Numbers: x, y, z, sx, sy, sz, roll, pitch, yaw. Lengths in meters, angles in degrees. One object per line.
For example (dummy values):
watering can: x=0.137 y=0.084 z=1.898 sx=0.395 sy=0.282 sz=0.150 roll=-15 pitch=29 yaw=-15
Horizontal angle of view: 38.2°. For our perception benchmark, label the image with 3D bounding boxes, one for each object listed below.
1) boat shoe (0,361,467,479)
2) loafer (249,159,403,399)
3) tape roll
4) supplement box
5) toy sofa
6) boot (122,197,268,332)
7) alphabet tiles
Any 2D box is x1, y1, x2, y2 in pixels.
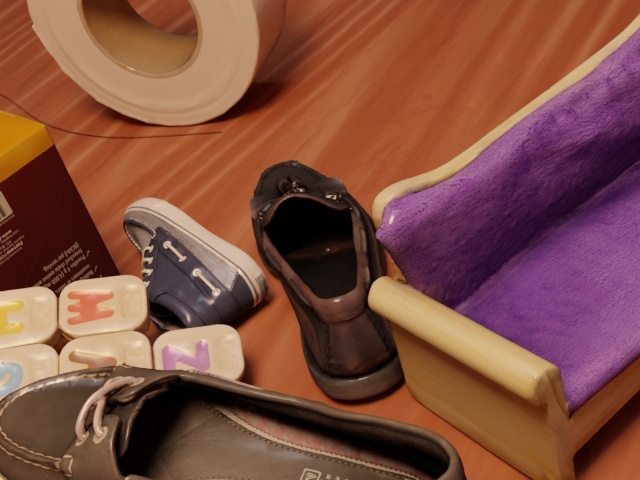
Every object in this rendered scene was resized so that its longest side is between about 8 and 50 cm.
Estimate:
boat shoe: x=-0.066 y=0.128 z=0.588 sx=0.335 sy=0.096 sz=0.112 roll=10 pitch=45 yaw=13
loafer: x=0.000 y=0.000 z=0.780 sx=0.109 sy=0.095 sz=0.303 roll=-20 pitch=37 yaw=-3
tape roll: x=-0.187 y=-0.273 z=1.051 sx=0.286 sy=0.286 sz=0.100 roll=0 pitch=41 yaw=22
supplement box: x=-0.304 y=0.018 z=0.800 sx=0.129 sy=0.194 sz=0.191 roll=19 pitch=50 yaw=38
toy sofa: x=0.215 y=-0.017 z=0.649 sx=0.362 sy=0.177 sz=0.150 roll=-35 pitch=40 yaw=-23
boot: x=-0.139 y=0.024 z=0.828 sx=0.190 sy=0.069 sz=0.086 roll=25 pitch=51 yaw=40
alphabet tiles: x=-0.186 y=0.144 z=0.660 sx=0.277 sy=0.021 sz=0.284 roll=-7 pitch=50 yaw=-7
